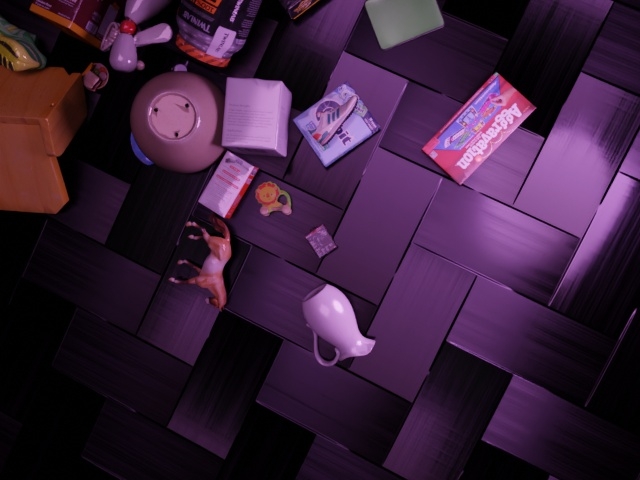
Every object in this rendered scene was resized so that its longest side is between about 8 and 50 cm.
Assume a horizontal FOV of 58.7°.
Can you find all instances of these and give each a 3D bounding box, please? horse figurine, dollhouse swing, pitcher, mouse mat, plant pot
[{"bbox_3d":[-0.318,0.052,1.609,0.175,0.066,0.263,21,96,13],"label":"horse figurine"},{"bbox_3d":[-0.869,-0.298,1.682,0.347,0.304,0.315,4,49,8],"label":"dollhouse swing"},{"bbox_3d":[0.022,0.236,1.545,0.178,0.125,0.207,-32,98,22],"label":"pitcher"},{"bbox_3d":[0.229,-0.622,1.559,0.190,0.007,0.152,-20,88,9],"label":"mouse mat"},{"bbox_3d":[-0.379,-0.323,1.518,0.284,0.191,0.283,-1,96,-5],"label":"plant pot"}]

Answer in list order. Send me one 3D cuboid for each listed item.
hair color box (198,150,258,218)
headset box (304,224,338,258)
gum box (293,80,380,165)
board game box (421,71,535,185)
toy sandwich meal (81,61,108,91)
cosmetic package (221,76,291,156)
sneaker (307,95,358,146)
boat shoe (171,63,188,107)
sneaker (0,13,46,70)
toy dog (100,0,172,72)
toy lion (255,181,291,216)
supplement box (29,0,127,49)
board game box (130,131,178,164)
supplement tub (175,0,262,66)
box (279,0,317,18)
[{"bbox_3d":[-0.259,-0.157,1.605,0.093,0.053,0.167,32,96,7],"label":"hair color box"},{"bbox_3d":[0.000,0.000,1.581,0.062,0.032,0.083,-34,85,6],"label":"headset box"},{"bbox_3d":[0.044,-0.320,1.568,0.184,0.041,0.157,-35,86,7],"label":"gum box"},{"bbox_3d":[0.422,-0.298,1.525,0.145,0.027,0.281,44,96,4],"label":"board game box"},{"bbox_3d":[-0.664,-0.482,1.668,0.086,0.029,0.085,0,91,8],"label":"toy sandwich meal"},{"bbox_3d":[-0.170,-0.330,1.541,0.151,0.151,0.183,6,92,7],"label":"cosmetic package"},{"bbox_3d":[0.031,-0.333,1.519,0.075,0.057,0.161,39,98,0],"label":"sneaker"},{"bbox_3d":[-0.405,-0.431,1.630,0.040,0.049,0.142,9,101,43],"label":"boat shoe"},{"bbox_3d":[-0.907,-0.579,1.667,0.295,0.124,0.109,46,116,22],"label":"sneaker"},{"bbox_3d":[-0.464,-0.618,1.577,0.333,0.161,0.220,-60,39,16],"label":"toy dog"},{"bbox_3d":[-0.133,-0.119,1.601,0.100,0.034,0.096,-2,83,7],"label":"toy lion"},{"bbox_3d":[-0.662,-0.669,1.585,0.129,0.191,0.194,26,93,7],"label":"supplement box"},{"bbox_3d":[-0.460,-0.294,1.642,0.169,0.033,0.133,-18,87,0],"label":"board game box"},{"bbox_3d":[-0.258,-0.638,1.501,0.194,0.193,0.316,31,115,6],"label":"supplement tub"},{"bbox_3d":[-0.026,-0.813,1.557,0.322,0.079,0.257,-36,84,7],"label":"box"}]
